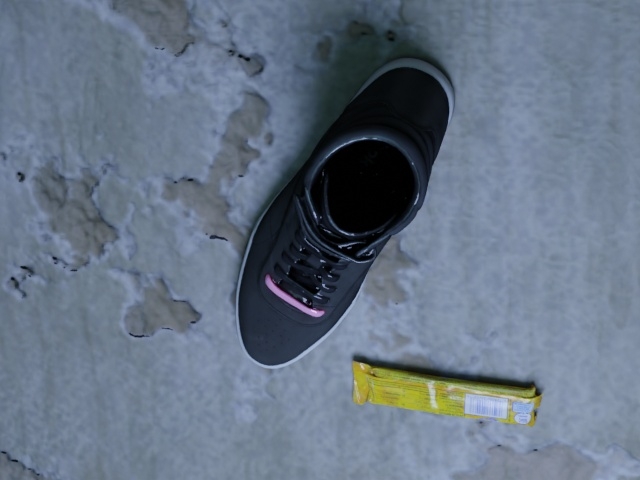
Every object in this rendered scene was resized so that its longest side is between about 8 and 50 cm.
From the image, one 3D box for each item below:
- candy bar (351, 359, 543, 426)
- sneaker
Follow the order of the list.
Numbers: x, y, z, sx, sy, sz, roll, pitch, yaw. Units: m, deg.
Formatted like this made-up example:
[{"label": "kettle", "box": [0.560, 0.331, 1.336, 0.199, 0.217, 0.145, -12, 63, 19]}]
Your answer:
[{"label": "candy bar", "box": [0.104, 0.128, 1.545, 0.161, 0.018, 0.040, 7, 114, 11]}, {"label": "sneaker", "box": [0.000, 0.000, 1.457, 0.105, 0.147, 0.295, 32, 115, 0]}]
